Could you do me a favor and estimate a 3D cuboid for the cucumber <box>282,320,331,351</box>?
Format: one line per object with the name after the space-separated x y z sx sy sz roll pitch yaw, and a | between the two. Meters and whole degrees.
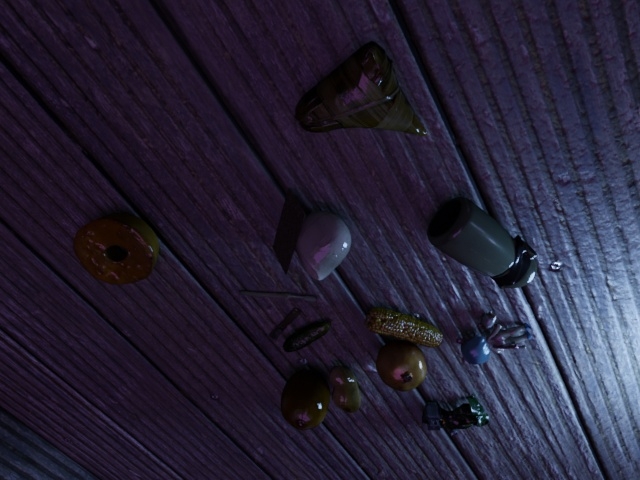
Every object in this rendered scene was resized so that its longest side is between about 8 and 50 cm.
-0.052 0.365 1.551 0.227 0.069 0.069 -32 112 19 | cucumber

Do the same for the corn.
0.303 0.318 1.457 0.291 0.101 0.101 19 121 -3 | corn

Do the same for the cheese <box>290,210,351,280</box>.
0.000 0.000 1.258 0.189 0.198 0.154 -40 145 10 | cheese

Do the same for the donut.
-0.686 0.024 1.395 0.277 0.109 0.278 3 121 5 | donut

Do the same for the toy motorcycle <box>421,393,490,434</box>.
0.552 0.715 1.653 0.274 0.125 0.187 -6 129 11 | toy motorcycle

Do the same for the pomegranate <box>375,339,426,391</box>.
0.298 0.465 1.497 0.191 0.191 0.192 3 121 5 | pomegranate

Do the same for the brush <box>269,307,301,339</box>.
-0.140 0.327 1.558 0.034 0.028 0.190 34 118 -15 | brush

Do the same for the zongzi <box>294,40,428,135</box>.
0.111 -0.328 1.086 0.285 0.134 0.288 -29 121 28 | zongzi

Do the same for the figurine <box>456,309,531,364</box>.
0.618 0.349 1.436 0.259 0.103 0.206 -18 119 6 | figurine

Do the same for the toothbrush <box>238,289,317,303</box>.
-0.157 0.203 1.487 0.293 0.026 0.028 7 136 3 | toothbrush

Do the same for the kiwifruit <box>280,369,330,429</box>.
-0.059 0.637 1.614 0.195 0.234 0.196 1 118 2 | kiwifruit

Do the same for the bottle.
0.500 0.021 1.222 0.346 0.169 0.168 31 120 -16 | bottle

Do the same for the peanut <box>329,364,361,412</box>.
0.096 0.606 1.649 0.120 0.110 0.237 -9 118 22 | peanut

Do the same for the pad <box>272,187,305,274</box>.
-0.104 -0.026 1.276 0.003 0.158 0.235 1 125 -27 | pad
